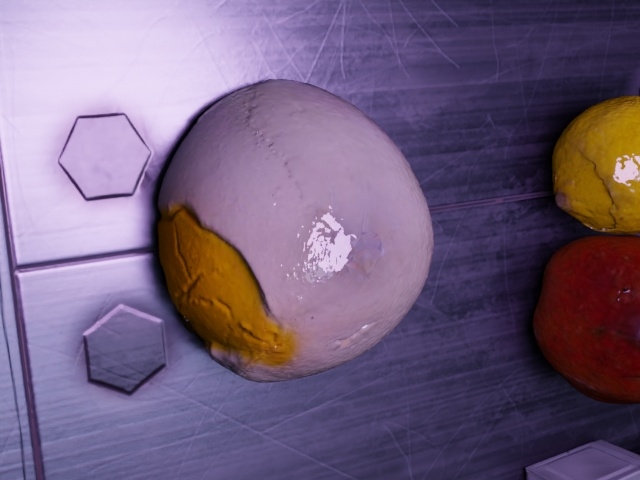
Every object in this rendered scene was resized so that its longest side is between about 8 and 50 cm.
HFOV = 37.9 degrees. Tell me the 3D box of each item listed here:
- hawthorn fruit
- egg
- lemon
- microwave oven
[{"bbox_3d":[0.401,0.107,1.166,0.224,0.261,0.224,-8,107,-26],"label":"hawthorn fruit"},{"bbox_3d":[0.000,0.000,0.978,0.337,0.201,0.337,-5,100,-29],"label":"egg"},{"bbox_3d":[0.391,-0.096,1.181,0.193,0.180,0.181,6,94,-12],"label":"lemon"},{"bbox_3d":[0.371,0.398,1.264,0.162,0.122,0.208,-12,101,-26],"label":"microwave oven"}]
